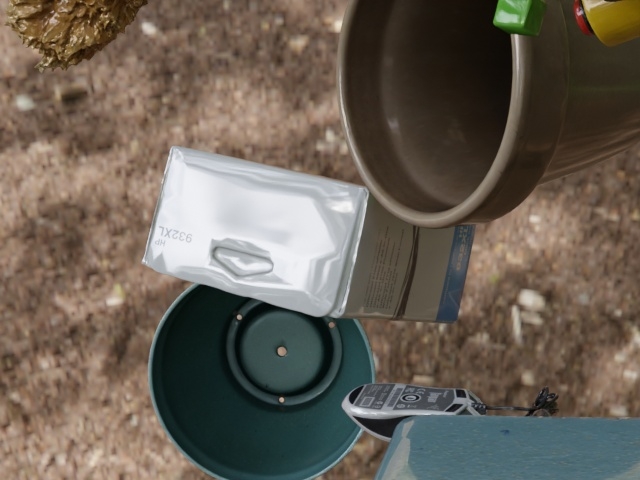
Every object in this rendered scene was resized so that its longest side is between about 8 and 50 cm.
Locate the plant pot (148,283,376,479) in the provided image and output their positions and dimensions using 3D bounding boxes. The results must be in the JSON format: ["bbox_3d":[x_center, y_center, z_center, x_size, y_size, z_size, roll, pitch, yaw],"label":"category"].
[{"bbox_3d":[-0.064,0.162,1.874,0.293,0.293,0.196,5,8,6],"label":"plant pot"}]

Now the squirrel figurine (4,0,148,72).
[{"bbox_3d":[-0.256,-0.403,1.727,0.281,0.397,0.370,-6,31,-23],"label":"squirrel figurine"}]

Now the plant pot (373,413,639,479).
[{"bbox_3d":[0.131,0.234,0.668,0.247,0.247,0.252,-2,7,17],"label":"plant pot"}]

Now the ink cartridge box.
[{"bbox_3d":[0.000,0.000,1.447,0.223,0.129,0.307,14,2,26],"label":"ink cartridge box"}]

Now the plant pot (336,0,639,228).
[{"bbox_3d":[0.175,-0.149,1.251,0.229,0.263,0.263,-5,41,-34],"label":"plant pot"}]

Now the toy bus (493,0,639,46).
[{"bbox_3d":[0.188,-0.215,0.925,0.202,0.191,0.104,32,11,34],"label":"toy bus"}]

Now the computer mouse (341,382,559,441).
[{"bbox_3d":[0.115,0.162,1.273,0.192,0.042,0.106,2,19,18],"label":"computer mouse"}]
